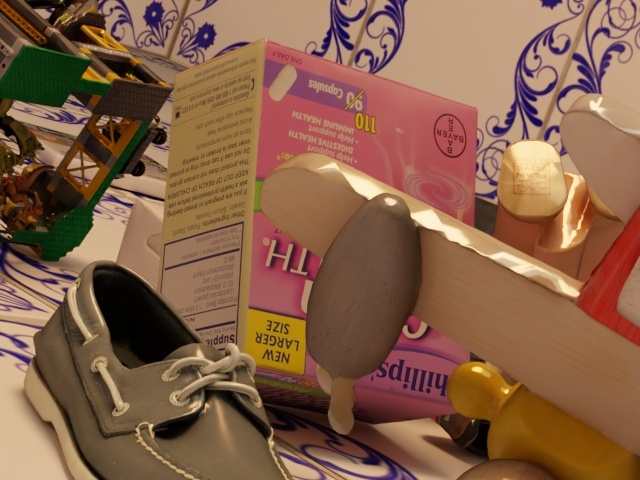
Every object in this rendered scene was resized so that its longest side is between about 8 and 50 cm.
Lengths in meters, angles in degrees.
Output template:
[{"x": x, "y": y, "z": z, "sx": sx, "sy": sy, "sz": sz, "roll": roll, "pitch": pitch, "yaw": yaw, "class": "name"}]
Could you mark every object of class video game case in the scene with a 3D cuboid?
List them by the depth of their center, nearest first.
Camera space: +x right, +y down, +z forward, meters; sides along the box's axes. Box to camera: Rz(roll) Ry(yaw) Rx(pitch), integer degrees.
[{"x": -0.261, "y": -0.093, "z": 2.306, "sx": 0.201, "sy": 0.023, "sz": 0.183, "roll": 14, "pitch": 10, "yaw": -32, "class": "video game case"}]

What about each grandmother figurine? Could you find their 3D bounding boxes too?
[{"x": 0.183, "y": 0.052, "z": 1.586, "sx": 0.208, "sy": 0.104, "sz": 0.342, "roll": 6, "pitch": -35, "yaw": 7, "class": "grandmother figurine"}]

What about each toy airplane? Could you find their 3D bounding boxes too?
[{"x": 0.171, "y": 0.099, "z": 1.186, "sx": 0.386, "sy": 0.272, "sz": 0.384, "roll": 7, "pitch": -38, "yaw": 52, "class": "toy airplane"}]

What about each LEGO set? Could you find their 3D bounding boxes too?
[{"x": -0.292, "y": -0.123, "z": 1.600, "sx": 0.192, "sy": 0.255, "sz": 0.331, "roll": 41, "pitch": 23, "yaw": 21, "class": "LEGO set"}]

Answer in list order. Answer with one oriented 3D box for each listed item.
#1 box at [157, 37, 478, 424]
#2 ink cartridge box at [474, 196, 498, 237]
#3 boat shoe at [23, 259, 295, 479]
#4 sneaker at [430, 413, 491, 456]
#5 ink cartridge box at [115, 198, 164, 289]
[{"x": 0.000, "y": 0.000, "z": 1.443, "sx": 0.213, "sy": 0.243, "sz": 0.117, "roll": 15, "pitch": -18, "yaw": -36, "class": "box"}, {"x": 0.096, "y": 0.006, "z": 2.097, "sx": 0.371, "sy": 0.069, "sz": 0.176, "roll": 18, "pitch": 42, "yaw": -1, "class": "ink cartridge box"}, {"x": -0.091, "y": 0.097, "z": 1.150, "sx": 0.116, "sy": 0.099, "sz": 0.319, "roll": 16, "pitch": 9, "yaw": -30, "class": "boat shoe"}, {"x": 0.151, "y": 0.159, "z": 1.570, "sx": 0.158, "sy": 0.061, "sz": 0.065, "roll": 12, "pitch": 38, "yaw": -42, "class": "sneaker"}, {"x": -0.048, "y": 0.052, "z": 1.592, "sx": 0.219, "sy": 0.093, "sz": 0.160, "roll": 16, "pitch": 9, "yaw": -27, "class": "ink cartridge box"}]
